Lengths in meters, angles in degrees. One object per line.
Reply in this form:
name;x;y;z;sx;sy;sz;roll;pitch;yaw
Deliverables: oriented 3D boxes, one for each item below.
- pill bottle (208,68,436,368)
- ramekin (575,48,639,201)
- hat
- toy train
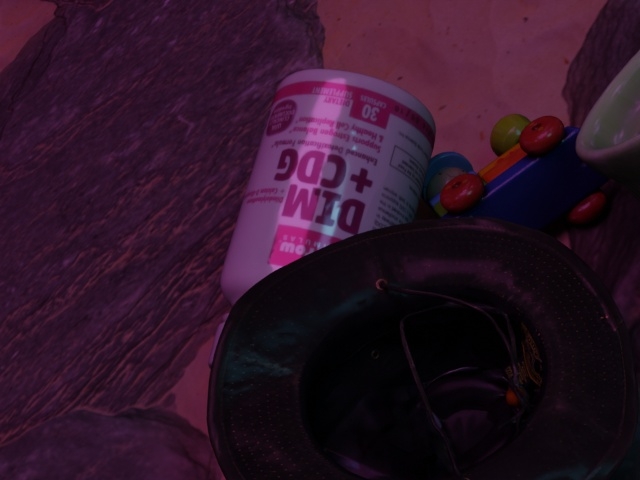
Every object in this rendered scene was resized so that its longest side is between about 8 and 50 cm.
pill bottle;0.000;0.000;1.067;0.160;0.160;0.283;2;69;38
ramekin;0.354;-0.118;0.864;0.303;0.148;0.303;-45;6;6
hat;0.080;0.133;0.921;0.331;0.134;0.331;-4;53;5
toy train;0.209;-0.084;1.080;0.248;0.105;0.143;-36;26;2
